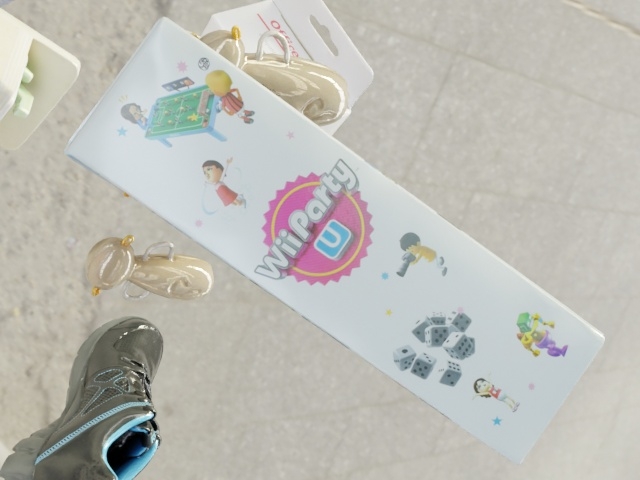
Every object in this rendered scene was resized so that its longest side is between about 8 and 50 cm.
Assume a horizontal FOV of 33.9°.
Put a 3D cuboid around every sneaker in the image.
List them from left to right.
[{"bbox_3d":[-0.237,0.212,1.235,0.341,0.139,0.125,-69,150,-54],"label":"sneaker"}]

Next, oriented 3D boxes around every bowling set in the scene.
[{"bbox_3d":[-0.132,-0.098,0.926,0.154,0.200,0.287,14,121,-44],"label":"bowling set"}]

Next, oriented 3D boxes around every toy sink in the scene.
[{"bbox_3d":[-0.395,-0.167,1.108,0.234,0.131,0.153,33,121,-28],"label":"toy sink"}]

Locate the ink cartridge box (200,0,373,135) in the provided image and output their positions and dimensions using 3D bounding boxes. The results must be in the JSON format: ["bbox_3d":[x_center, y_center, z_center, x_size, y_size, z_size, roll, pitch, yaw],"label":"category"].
[{"bbox_3d":[-0.095,-0.188,1.473,0.119,0.207,0.353,-25,165,-39],"label":"ink cartridge box"}]

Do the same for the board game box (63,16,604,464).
[{"bbox_3d":[0.000,0.000,0.672,0.097,0.303,0.224,-55,-173,-3],"label":"board game box"}]

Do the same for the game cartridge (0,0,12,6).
[{"bbox_3d":[-0.237,-0.231,0.682,0.196,0.294,0.060,24,60,-49],"label":"game cartridge"}]
